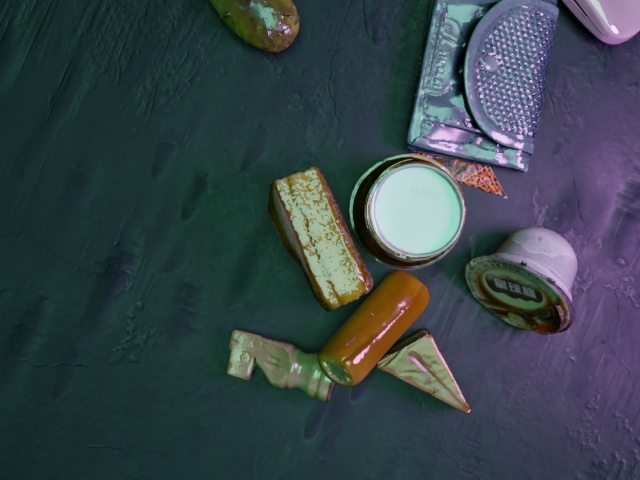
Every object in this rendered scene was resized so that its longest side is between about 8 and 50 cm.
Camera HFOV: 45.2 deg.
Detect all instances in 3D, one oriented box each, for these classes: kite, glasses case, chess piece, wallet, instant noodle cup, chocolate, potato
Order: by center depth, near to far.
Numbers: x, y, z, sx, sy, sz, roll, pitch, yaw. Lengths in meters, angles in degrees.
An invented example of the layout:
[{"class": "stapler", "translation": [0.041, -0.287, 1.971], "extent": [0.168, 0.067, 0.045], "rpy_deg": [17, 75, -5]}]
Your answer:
[{"class": "instant noodle cup", "translation": [0.157, -0.049, 1.330], "extent": [0.216, 0.172, 0.215], "rpy_deg": [0, 92, 2]}, {"class": "chocolate", "translation": [0.376, 0.058, 1.344], "extent": [0.221, 0.221, 0.147], "rpy_deg": [44, 64, 1]}, {"class": "chess piece", "translation": [-0.071, 0.222, 1.380], "extent": [0.200, 0.090, 0.090], "rpy_deg": [14, 89, 8]}, {"class": "glasses case", "translation": [0.471, -0.485, 1.382], "extent": [0.113, 0.075, 0.297], "rpy_deg": [-38, 88, -18]}, {"class": "potato", "translation": [-0.132, -0.432, 1.383], "extent": [0.117, 0.090, 0.225], "rpy_deg": [-45, 90, -1]}, {"class": "wallet", "translation": [0.297, -0.311, 1.386], "extent": [0.237, 0.075, 0.342], "rpy_deg": [11, 87, -5]}, {"class": "kite", "translation": [0.250, -0.163, 1.418], "extent": [0.222, 0.008, 0.125], "rpy_deg": [13, 86, 0]}]

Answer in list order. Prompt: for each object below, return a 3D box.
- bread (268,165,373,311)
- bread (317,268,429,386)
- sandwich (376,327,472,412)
[{"class": "bread", "translation": [0.000, 0.000, 1.327], "extent": [0.111, 0.184, 0.234], "rpy_deg": [-26, 87, 3]}, {"class": "bread", "translation": [0.097, 0.151, 1.338], "extent": [0.092, 0.074, 0.239], "rpy_deg": [45, 65, 0]}, {"class": "sandwich", "translation": [0.181, 0.255, 1.374], "extent": [0.113, 0.079, 0.163], "rpy_deg": [-28, 90, 2]}]
